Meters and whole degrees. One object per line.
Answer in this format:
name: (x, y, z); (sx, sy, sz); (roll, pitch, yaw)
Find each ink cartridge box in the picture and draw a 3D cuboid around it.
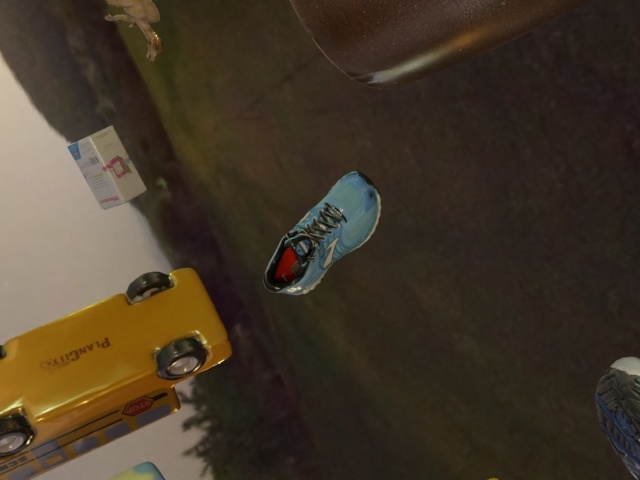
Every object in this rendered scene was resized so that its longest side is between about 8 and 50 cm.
ink cartridge box: (-0.353, -0.118, 1.422); (0.088, 0.052, 0.122); (-8, 112, 50)

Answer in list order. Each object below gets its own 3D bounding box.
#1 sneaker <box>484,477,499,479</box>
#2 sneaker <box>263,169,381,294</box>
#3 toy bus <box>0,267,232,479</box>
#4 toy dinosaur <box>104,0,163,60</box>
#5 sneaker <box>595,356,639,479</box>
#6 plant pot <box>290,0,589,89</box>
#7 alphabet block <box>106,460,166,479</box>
sneaker: (0.169, 0.313, 1.001); (0.064, 0.067, 0.175); (47, -157, 19)
sneaker: (0.000, 0.000, 0.865); (0.063, 0.162, 0.073); (43, -158, 13)
toy bus: (-0.257, 0.153, 0.878); (0.108, 0.332, 0.130); (58, 163, 32)
toy dinosaur: (-0.249, -0.316, 1.111); (0.092, 0.053, 0.183); (25, 157, 22)
sneaker: (0.253, 0.144, 0.540); (0.211, 0.081, 0.080); (48, 177, -14)
plant pot: (0.120, -0.220, 0.532); (0.230, 0.215, 0.215); (-4, 119, 37)
alphabet block: (-0.154, 0.313, 0.607); (0.192, 0.197, 0.193); (26, 135, 56)
